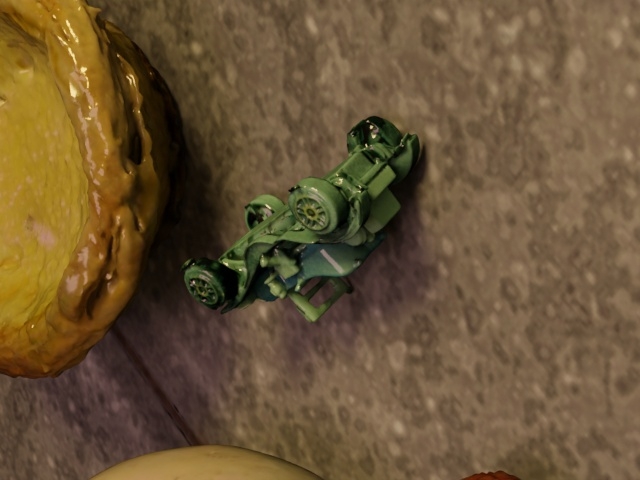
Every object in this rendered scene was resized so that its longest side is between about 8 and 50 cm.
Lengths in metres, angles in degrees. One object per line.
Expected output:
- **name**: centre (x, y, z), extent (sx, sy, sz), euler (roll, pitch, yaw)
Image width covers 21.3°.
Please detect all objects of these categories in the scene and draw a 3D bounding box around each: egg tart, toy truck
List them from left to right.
- **egg tart**: centre (-0.177, -0.051, 1.070), extent (0.294, 0.123, 0.294), euler (16, 112, 45)
- **toy truck**: centre (-0.001, 0.001, 0.933), extent (0.078, 0.080, 0.154), euler (49, 139, -6)

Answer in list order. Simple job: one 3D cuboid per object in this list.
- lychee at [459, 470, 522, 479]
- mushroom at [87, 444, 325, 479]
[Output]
- **lychee**: centre (0.081, 0.190, 0.878), extent (0.114, 0.101, 0.140), euler (15, 80, 45)
- **mushroom**: centre (-0.078, 0.254, 0.994), extent (0.260, 0.254, 0.234), euler (-13, 121, 10)
